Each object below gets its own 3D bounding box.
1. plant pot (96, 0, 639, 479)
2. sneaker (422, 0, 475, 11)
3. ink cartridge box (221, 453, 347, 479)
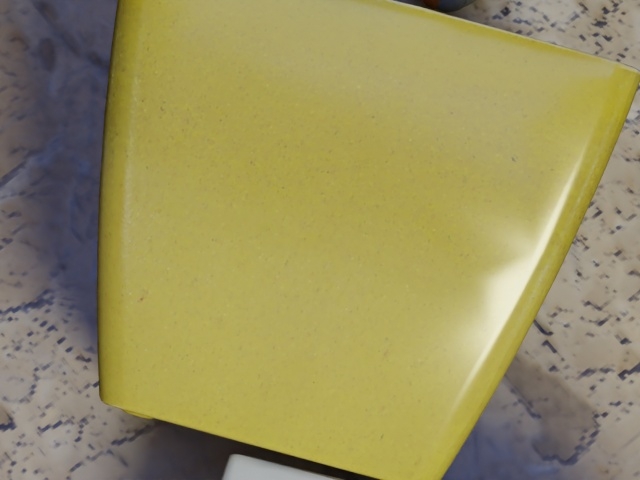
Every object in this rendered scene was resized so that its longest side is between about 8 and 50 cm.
[{"bbox_3d":[0.000,0.000,0.870,0.212,0.212,0.187,15,87,0],"label":"plant pot"},{"bbox_3d":[0.165,-0.182,0.982,0.262,0.099,0.121,-38,85,-12],"label":"sneaker"},{"bbox_3d":[0.032,0.265,0.791,0.223,0.129,0.307,11,72,24],"label":"ink cartridge box"}]
